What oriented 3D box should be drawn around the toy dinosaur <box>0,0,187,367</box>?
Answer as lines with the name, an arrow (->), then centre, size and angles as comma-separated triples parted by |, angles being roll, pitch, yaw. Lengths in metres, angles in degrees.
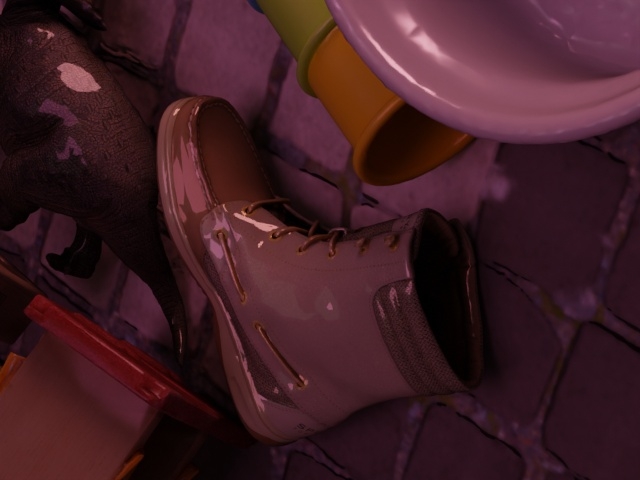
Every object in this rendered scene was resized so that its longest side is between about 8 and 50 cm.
toy dinosaur -> -0.163, -0.066, 1.063 | 0.160, 0.121, 0.314 | -42, 64, 51

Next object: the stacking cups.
stacking cups -> -0.026, -0.173, 0.947 | 0.316, 0.096, 0.096 | 53, 126, 25

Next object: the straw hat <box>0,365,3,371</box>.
straw hat -> -0.236, 0.162, 1.186 | 0.061, 0.144, 0.144 | 104, 143, -73

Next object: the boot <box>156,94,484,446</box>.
boot -> 0.000, 0.000, 0.956 | 0.165, 0.077, 0.213 | -20, 87, 41

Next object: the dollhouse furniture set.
dollhouse furniture set -> -0.251, 0.088, 1.048 | 0.374, 0.152, 0.201 | 34, 86, 23

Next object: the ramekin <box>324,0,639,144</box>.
ramekin -> 0.131, -0.185, 0.779 | 0.277, 0.135, 0.277 | 5, 98, 41
